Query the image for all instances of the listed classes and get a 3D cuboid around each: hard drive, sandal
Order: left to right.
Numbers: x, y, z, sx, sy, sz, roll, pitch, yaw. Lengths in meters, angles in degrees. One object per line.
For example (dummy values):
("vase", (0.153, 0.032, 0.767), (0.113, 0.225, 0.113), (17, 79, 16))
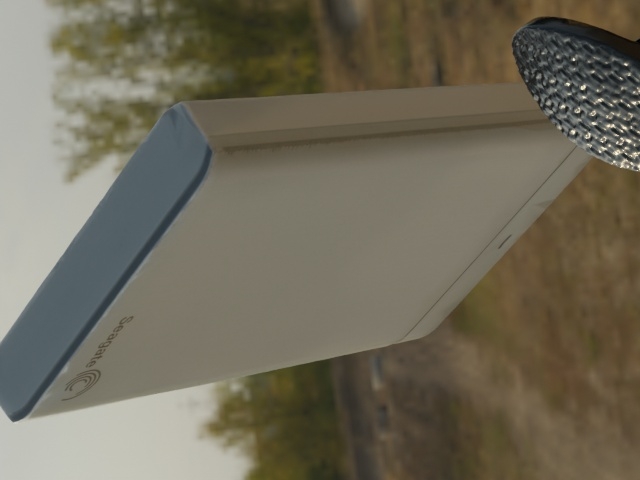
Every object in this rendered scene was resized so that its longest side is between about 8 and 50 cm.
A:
("hard drive", (0.000, 0.000, 1.081), (0.233, 0.353, 0.047), (-50, 62, 35))
("sandal", (0.156, -0.058, 0.743), (0.179, 0.040, 0.067), (18, 142, 41))
